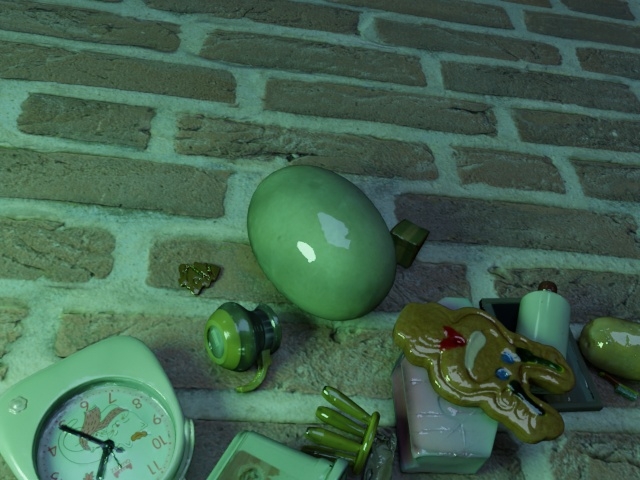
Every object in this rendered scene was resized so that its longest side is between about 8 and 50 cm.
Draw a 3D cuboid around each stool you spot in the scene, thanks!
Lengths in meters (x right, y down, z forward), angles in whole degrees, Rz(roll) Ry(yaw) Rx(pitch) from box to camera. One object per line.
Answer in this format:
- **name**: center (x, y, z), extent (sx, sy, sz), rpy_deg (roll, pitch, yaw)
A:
- **stool**: center (0.034, 0.329, 1.058), extent (0.110, 0.135, 0.134), rpy_deg (21, 5, 9)

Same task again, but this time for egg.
- **egg**: center (0.000, 0.000, 1.226), extent (0.258, 0.258, 0.352), rpy_deg (-19, 56, -26)

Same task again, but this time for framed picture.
- **framed picture**: center (0.454, 0.233, 1.294), extent (0.192, 0.018, 0.265), rpy_deg (0, 52, -12)

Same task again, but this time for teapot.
- **teapot**: center (-0.139, 0.191, 1.137), extent (0.119, 0.130, 0.165), rpy_deg (-9, 85, -38)

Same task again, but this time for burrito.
- **burrito**: center (0.100, 0.397, 1.061), extent (0.055, 0.041, 0.149), rpy_deg (22, 48, -4)

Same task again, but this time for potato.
- **potato**: center (0.631, 0.223, 1.285), extent (0.178, 0.118, 0.109), rpy_deg (17, 13, 16)

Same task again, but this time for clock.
- **clock**: center (-0.338, 0.328, 0.974), extent (0.265, 0.108, 0.324), rpy_deg (-25, 61, -31)

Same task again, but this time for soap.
- **soap**: center (0.236, 0.264, 1.160), extent (0.193, 0.109, 0.324), rpy_deg (6, 49, -9)

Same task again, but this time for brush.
- **brush**: center (0.611, 0.300, 1.273), extent (0.083, 0.019, 0.021), rpy_deg (34, 62, 13)

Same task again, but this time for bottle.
- **bottle**: center (0.450, 0.183, 1.256), extent (0.104, 0.104, 0.245), rpy_deg (21, 51, 5)

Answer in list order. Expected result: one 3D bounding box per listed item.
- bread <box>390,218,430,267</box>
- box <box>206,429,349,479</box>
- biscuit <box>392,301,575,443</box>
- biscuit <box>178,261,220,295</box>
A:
- **bread**: center (0.205, -0.018, 1.399), extent (0.074, 0.084, 0.139), rpy_deg (29, 50, 12)
- **box**: center (-0.107, 0.441, 0.907), extent (0.182, 0.175, 0.312), rpy_deg (21, 49, 17)
- **biscuit**: center (0.289, 0.215, 1.106), extent (0.334, 0.047, 0.202), rpy_deg (28, 52, 14)
- **biscuit**: center (-0.246, 0.072, 1.266), extent (0.092, 0.016, 0.082), rpy_deg (-18, 57, -23)
